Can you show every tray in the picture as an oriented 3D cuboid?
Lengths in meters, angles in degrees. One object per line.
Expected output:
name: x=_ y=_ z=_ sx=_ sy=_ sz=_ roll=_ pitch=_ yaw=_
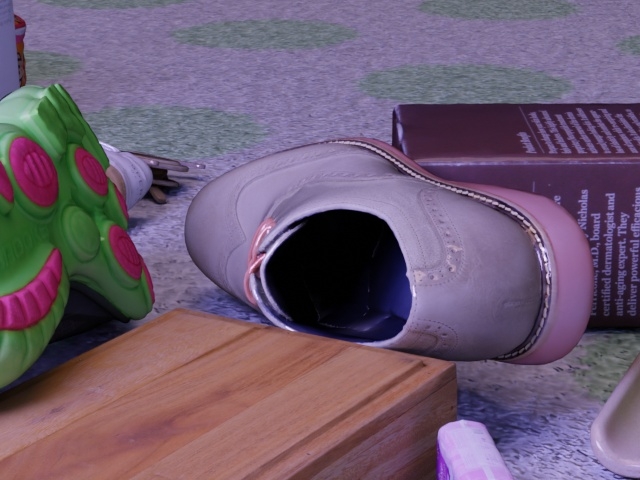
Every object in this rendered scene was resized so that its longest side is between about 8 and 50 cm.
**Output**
tray: x=-0.111 y=0.136 z=0.896 sx=0.203 sy=0.076 sz=0.411 roll=9 pitch=20 yaw=29

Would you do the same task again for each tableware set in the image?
tableware set: x=-0.220 y=-0.072 z=1.654 sx=0.194 sy=0.039 sz=0.128 roll=11 pitch=4 yaw=18

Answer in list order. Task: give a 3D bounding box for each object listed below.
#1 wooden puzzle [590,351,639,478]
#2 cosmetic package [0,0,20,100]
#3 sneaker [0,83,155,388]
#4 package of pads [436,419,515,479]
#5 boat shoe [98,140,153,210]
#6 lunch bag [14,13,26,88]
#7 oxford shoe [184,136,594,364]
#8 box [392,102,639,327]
wooden puzzle: x=0.305 y=0.099 z=1.062 sx=0.238 sy=0.044 sz=0.221 roll=7 pitch=18 yaw=21
cosmetic package: x=-0.351 y=-0.177 z=1.672 sx=0.085 sy=0.231 sz=0.117 roll=4 pitch=16 yaw=13
sneaker: x=-0.243 y=0.011 z=1.109 sx=0.202 sy=0.185 sz=0.483 roll=-20 pitch=0 yaw=10
package of pads: x=0.084 y=0.135 z=0.932 sx=0.032 sy=0.050 sz=0.083 roll=-2 pitch=17 yaw=-7
boat shoe: x=-0.280 y=-0.068 z=1.560 sx=0.277 sy=0.098 sz=0.096 roll=16 pitch=21 yaw=20
lunch bag: x=-0.498 y=-0.210 z=1.983 sx=0.258 sy=0.120 sz=0.293 roll=-12 pitch=21 yaw=-33
oxford shoe: x=0.000 y=0.000 z=1.162 sx=0.146 sy=0.140 sz=0.397 roll=-1 pitch=4 yaw=-35
box: x=0.246 y=-0.023 z=1.315 sx=0.381 sy=0.143 sz=0.191 roll=2 pitch=17 yaw=0
